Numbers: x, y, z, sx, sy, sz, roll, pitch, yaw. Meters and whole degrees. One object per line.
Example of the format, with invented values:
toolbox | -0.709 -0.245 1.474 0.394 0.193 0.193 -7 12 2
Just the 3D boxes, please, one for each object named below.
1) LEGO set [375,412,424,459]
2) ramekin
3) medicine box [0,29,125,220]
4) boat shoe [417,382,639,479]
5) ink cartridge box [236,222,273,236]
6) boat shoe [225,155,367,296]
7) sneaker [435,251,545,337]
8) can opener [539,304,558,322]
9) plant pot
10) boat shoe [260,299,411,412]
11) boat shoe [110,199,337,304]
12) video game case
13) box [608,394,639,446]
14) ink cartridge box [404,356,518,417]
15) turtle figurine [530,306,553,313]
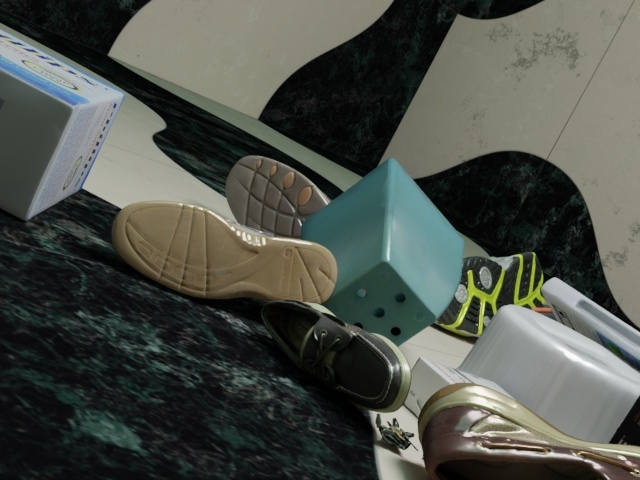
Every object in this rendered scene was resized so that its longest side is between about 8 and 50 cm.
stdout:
LEGO set | 0.082 0.201 1.166 0.083 0.023 0.054 41 10 -3
ramekin | 0.313 0.197 1.522 0.277 0.135 0.277 27 9 -4
medicine box | -0.399 -0.163 1.389 0.263 0.149 0.289 27 9 -4
boat shoe | 0.249 0.250 1.103 0.342 0.123 0.123 27 22 -6
ink cartridge box | -0.076 0.027 1.597 0.088 0.052 0.122 19 11 -46
boat shoe | 0.000 0.000 1.836 0.355 0.132 0.130 39 1 16
sneaker | 0.261 0.102 2.065 0.147 0.145 0.385 -12 -6 33
can opener | 0.483 0.188 2.253 0.283 0.095 0.076 14 15 -34
plant pot | 0.079 0.040 1.522 0.166 0.165 0.234 48 19 -17
boat shoe | 0.008 0.118 1.244 0.073 0.080 0.223 15 9 -35
boat shoe | -0.119 0.021 1.374 0.285 0.103 0.092 11 -8 -30
video game case | 0.475 0.226 1.709 0.329 0.036 0.300 56 -8 -32
box | 0.411 0.193 1.304 0.073 0.295 0.293 34 11 27
ink cartridge box | 0.172 0.193 1.356 0.135 0.056 0.099 22 11 -38
turtle figurine | 0.481 0.224 2.066 0.269 0.087 0.217 33 12 -29
